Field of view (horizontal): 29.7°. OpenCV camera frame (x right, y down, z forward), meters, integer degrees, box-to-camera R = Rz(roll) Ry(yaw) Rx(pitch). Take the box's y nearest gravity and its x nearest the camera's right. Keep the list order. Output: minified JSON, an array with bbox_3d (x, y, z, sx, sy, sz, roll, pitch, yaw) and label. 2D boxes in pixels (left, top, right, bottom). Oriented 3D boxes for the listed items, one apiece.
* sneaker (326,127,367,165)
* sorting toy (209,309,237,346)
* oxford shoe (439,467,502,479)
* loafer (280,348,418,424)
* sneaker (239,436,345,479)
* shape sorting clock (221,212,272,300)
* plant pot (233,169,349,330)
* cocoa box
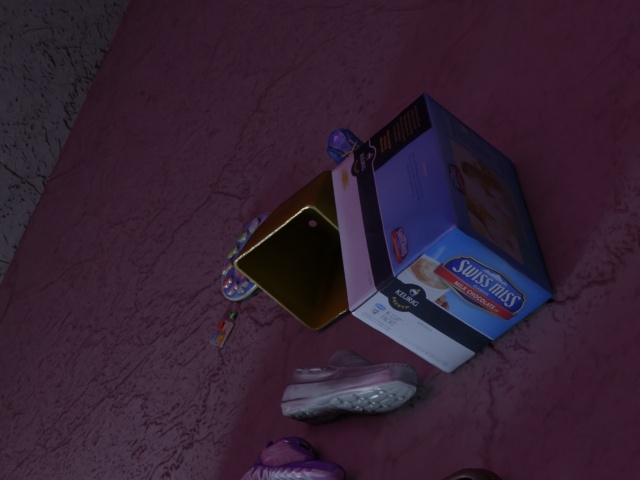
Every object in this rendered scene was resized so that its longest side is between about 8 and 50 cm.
[{"bbox_3d":[0.071,-0.143,2.318,0.091,0.126,0.240,-52,29,9],"label":"sneaker"},{"bbox_3d":[-0.202,0.180,2.526,0.062,0.012,0.083,11,71,59],"label":"sorting toy"},{"bbox_3d":[0.105,0.436,1.640,0.123,0.130,0.348,41,91,29],"label":"oxford shoe"},{"bbox_3d":[0.044,0.232,2.010,0.319,0.112,0.111,-18,55,49],"label":"loafer"},{"bbox_3d":[-0.040,0.376,2.022,0.236,0.095,0.104,-15,42,51],"label":"sneaker"},{"bbox_3d":[-0.150,0.032,2.564,0.206,0.040,0.206,-37,35,31],"label":"shape sorting clock"},{"bbox_3d":[0.000,0.000,2.226,0.212,0.212,0.187,-37,22,31],"label":"plant pot"},{"bbox_3d":[0.185,-0.017,1.918,0.228,0.231,0.347,-40,33,26],"label":"cocoa box"}]
